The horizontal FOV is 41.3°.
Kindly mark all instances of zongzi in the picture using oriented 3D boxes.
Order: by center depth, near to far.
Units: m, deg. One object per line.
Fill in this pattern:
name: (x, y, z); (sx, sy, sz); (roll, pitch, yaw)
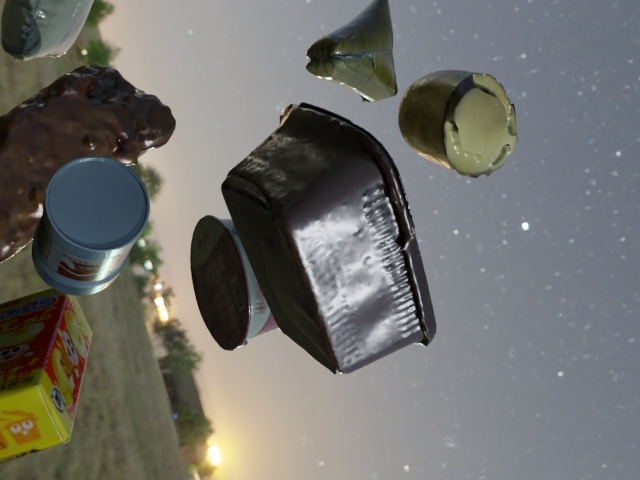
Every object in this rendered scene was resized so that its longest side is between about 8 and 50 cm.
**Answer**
zongzi: (0.072, -0.428, 1.725); (0.115, 0.228, 0.256); (1, -96, 38)

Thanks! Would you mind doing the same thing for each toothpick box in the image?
toothpick box: (-0.239, -0.011, 0.869); (0.153, 0.101, 0.101); (-41, -115, 61)

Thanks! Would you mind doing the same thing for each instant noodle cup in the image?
instant noodle cup: (-0.104, 0.059, 1.482); (0.235, 0.178, 0.235); (25, -60, 54)

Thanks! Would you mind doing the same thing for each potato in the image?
potato: (0.280, -0.262, 1.845); (0.242, 0.285, 0.243); (-3, -94, 40)

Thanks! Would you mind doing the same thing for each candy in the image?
candy: (-0.374, 0.161, 1.044); (0.276, 0.146, 0.088); (-109, -178, -68)

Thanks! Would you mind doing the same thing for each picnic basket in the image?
picnic basket: (-0.001, 0.008, 0.940); (0.222, 0.129, 0.297); (32, -32, 49)

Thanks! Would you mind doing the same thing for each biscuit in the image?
biscuit: (-0.441, -0.090, 1.223); (0.166, 0.395, 0.342); (55, -30, -14)

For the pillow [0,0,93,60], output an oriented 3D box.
pillow: (-0.501, -0.461, 1.598); (0.255, 0.119, 0.322); (-64, -171, 10)
